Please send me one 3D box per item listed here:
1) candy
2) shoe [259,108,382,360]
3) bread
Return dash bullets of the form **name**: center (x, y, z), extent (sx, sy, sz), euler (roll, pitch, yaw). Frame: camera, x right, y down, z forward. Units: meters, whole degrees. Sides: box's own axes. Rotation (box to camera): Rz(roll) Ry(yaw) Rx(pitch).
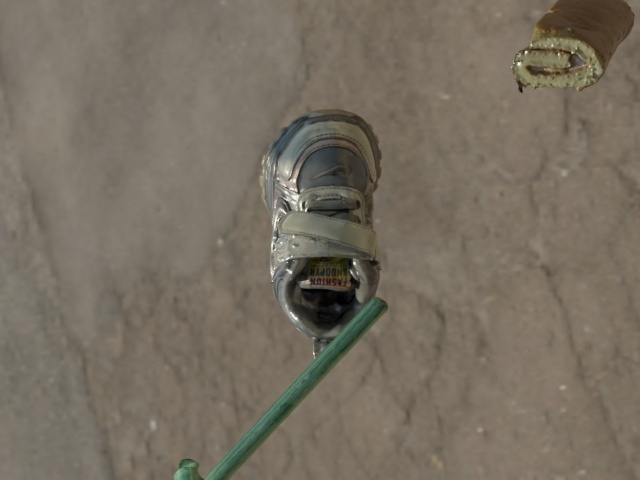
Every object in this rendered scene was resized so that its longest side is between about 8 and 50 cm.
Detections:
- **candy**: center (-0.044, 0.096, 0.498), extent (0.201, 0.060, 0.060), euler (-48, 45, 2)
- **shoe**: center (0.000, 0.000, 0.965), extent (0.092, 0.089, 0.180), euler (-94, 6, -61)
- **bread**: center (0.132, -0.103, 0.700), extent (0.047, 0.083, 0.036), euler (-2, 115, 26)
